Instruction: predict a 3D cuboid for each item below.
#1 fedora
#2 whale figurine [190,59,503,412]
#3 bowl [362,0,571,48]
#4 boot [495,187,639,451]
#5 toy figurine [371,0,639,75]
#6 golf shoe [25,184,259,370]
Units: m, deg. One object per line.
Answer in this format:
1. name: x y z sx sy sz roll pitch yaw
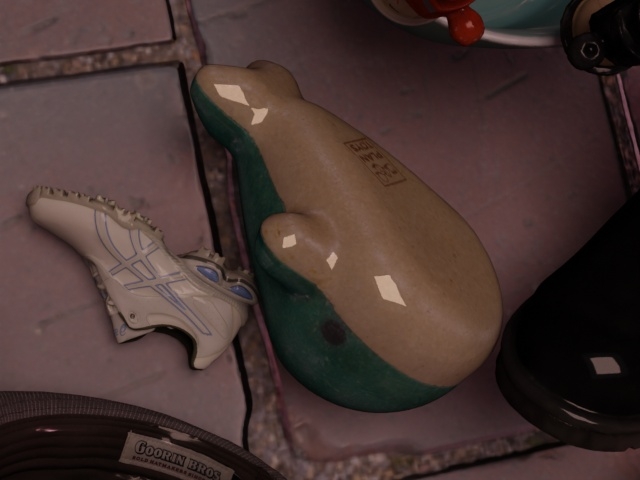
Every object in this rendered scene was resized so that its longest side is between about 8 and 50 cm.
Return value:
1. fedora: -0.131 0.195 0.820 0.244 0.275 0.124 29 102 30
2. whale figurine: 0.000 0.000 0.925 0.141 0.216 0.272 -44 81 26
3. bowl: 0.117 -0.267 0.992 0.311 0.163 0.311 3 78 -14
4. boot: 0.252 -0.041 0.894 0.131 0.260 0.348 30 43 26
5. toy figurine: 0.143 -0.211 0.811 0.213 0.148 0.209 11 93 -8
6. golf shoe: -0.133 0.026 0.927 0.176 0.069 0.086 28 80 -6
